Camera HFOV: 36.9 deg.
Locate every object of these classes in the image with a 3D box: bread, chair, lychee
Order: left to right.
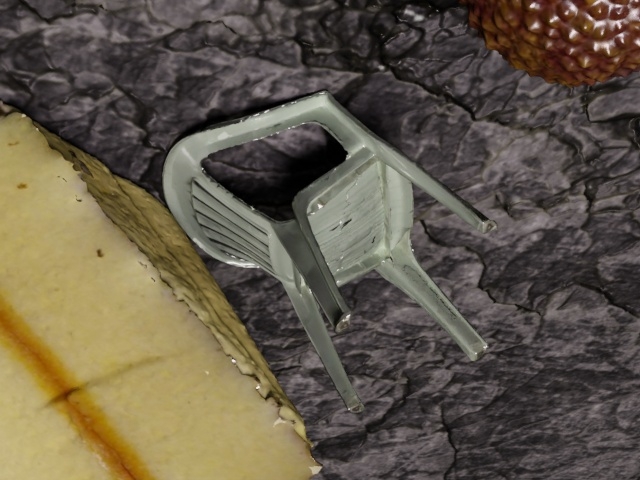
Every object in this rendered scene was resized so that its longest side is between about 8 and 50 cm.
[{"bbox_3d":[-0.259,0.104,0.838,0.345,0.405,0.242,-40,142,13],"label":"bread"},{"bbox_3d":[0.000,0.000,0.869,0.190,0.275,0.203,-27,139,-16],"label":"chair"},{"bbox_3d":[0.185,-0.204,0.690,0.188,0.188,0.188,-5,138,-5],"label":"lychee"}]
